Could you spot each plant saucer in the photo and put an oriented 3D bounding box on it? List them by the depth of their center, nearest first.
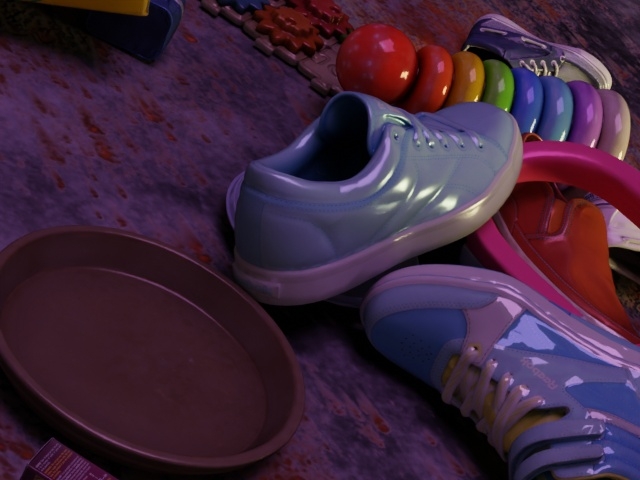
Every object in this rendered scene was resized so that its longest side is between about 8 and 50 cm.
[{"bbox_3d":[-0.144,0.091,1.424,0.278,0.041,0.278,21,31,-13],"label":"plant saucer"}]

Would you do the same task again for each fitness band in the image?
[{"bbox_3d":[0.260,0.011,1.691,0.209,0.054,0.291,-26,54,-25],"label":"fitness band"}]

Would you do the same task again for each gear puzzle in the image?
[{"bbox_3d":[0.019,-0.226,2.025,0.339,0.044,0.175,37,31,12],"label":"gear puzzle"}]

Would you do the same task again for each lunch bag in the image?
[{"bbox_3d":[-0.194,-0.240,1.845,0.098,0.067,0.065,27,30,-3],"label":"lunch bag"}]

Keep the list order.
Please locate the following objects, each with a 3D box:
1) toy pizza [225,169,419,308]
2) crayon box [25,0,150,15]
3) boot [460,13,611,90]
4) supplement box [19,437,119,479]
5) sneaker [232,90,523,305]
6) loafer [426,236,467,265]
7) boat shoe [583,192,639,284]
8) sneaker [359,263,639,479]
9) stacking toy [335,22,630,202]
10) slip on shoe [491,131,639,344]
[{"bbox_3d":[0.000,0.000,1.686,0.201,0.032,0.201,20,34,-14],"label":"toy pizza"},{"bbox_3d":[-0.329,-0.377,1.831,0.313,0.106,0.363,5,35,-12],"label":"crayon box"},{"bbox_3d":[0.265,-0.211,2.204,0.190,0.069,0.086,24,37,7],"label":"boot"},{"bbox_3d":[-0.172,0.188,1.242,0.083,0.055,0.043,33,29,4],"label":"supplement box"},{"bbox_3d":[0.067,-0.074,1.607,0.135,0.150,0.366,24,39,31],"label":"sneaker"},{"bbox_3d":[0.156,0.034,1.757,0.061,0.062,0.170,30,25,-48],"label":"loafer"},{"bbox_3d":[0.379,0.031,1.917,0.258,0.095,0.084,23,57,-25],"label":"boat shoe"},{"bbox_3d":[0.165,0.148,1.526,0.319,0.127,0.208,21,40,6],"label":"sneaker"},{"bbox_3d":[0.168,-0.150,1.944,0.330,0.141,0.141,20,32,-17],"label":"stacking toy"},{"bbox_3d":[0.246,0.006,1.793,0.123,0.101,0.331,39,17,-44],"label":"slip on shoe"}]
